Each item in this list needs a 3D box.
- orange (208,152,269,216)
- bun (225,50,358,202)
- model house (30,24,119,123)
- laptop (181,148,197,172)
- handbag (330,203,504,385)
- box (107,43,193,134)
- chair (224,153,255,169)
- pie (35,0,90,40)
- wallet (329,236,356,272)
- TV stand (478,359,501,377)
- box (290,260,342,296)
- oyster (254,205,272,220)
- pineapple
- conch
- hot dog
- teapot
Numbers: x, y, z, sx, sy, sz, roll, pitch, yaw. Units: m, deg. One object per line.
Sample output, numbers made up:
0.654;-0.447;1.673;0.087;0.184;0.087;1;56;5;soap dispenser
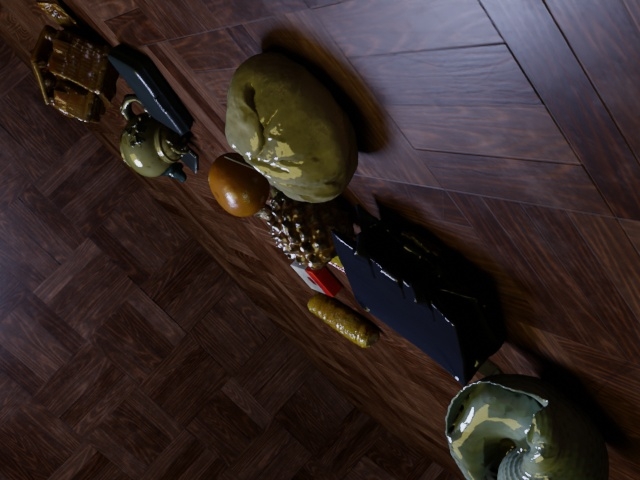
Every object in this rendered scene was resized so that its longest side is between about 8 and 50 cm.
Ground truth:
-0.186;-0.133;1.894;0.156;0.124;0.156;47;156;29;orange
-0.053;-0.166;1.292;0.259;0.160;0.259;41;164;14;bun
-0.630;-0.422;2.131;0.219;0.199;0.229;25;179;-44;model house
-0.406;-0.262;2.388;0.129;0.016;0.180;43;168;0;laptop
0.180;0.097;1.511;0.303;0.122;0.329;37;167;31;handbag
-0.412;-0.365;1.989;0.160;0.050;0.230;33;163;41;box
-0.082;-0.160;1.572;0.095;0.104;0.221;20;-170;-40;chair
-0.645;-0.558;2.122;0.088;0.033;0.191;22;166;30;pie
0.000;0.000;1.851;0.241;0.067;0.141;34;159;31;wallet
0.287;0.227;1.800;0.249;0.036;0.042;38;167;25;TV stand
-0.012;0.100;2.286;0.100;0.048;0.152;47;169;-22;box
-0.135;-0.072;2.173;0.083;0.038;0.081;11;167;18;oyster
-0.032;-0.037;1.653;0.193;0.166;0.166;46;168;2;pineapple
0.400;0.370;1.541;0.303;0.215;0.319;28;129;35;conch
0.063;0.228;2.419;0.289;0.083;0.068;30;143;45;hot dog
-0.432;-0.270;2.178;0.182;0.173;0.269;-3;122;28;teapot
